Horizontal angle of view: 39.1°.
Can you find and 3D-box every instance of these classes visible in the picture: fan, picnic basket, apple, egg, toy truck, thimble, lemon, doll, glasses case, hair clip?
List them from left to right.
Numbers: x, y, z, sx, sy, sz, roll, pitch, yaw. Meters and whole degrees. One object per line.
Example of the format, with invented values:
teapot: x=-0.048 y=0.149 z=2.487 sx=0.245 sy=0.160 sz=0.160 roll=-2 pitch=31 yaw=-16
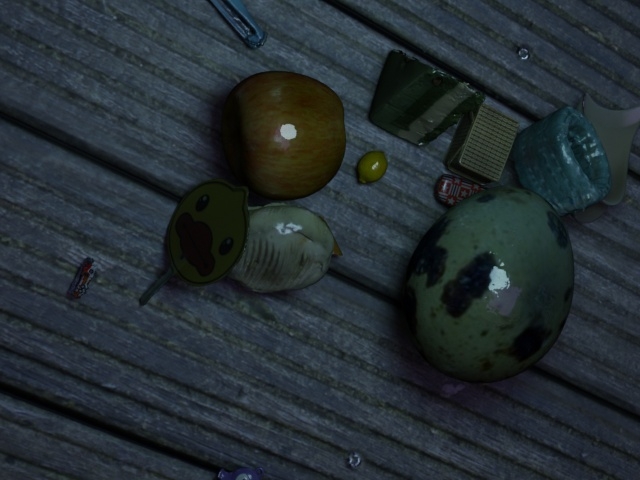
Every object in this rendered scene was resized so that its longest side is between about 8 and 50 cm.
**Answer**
toy truck: x=-0.469 y=0.074 z=1.789 sx=0.032 sy=0.024 sz=0.083 roll=27 pitch=86 yaw=13
fan: x=-0.251 y=0.011 z=1.784 sx=0.335 sy=0.230 sz=0.011 roll=-45 pitch=142 yaw=17
doll: x=-0.199 y=0.539 z=1.871 sx=0.206 sy=0.067 sz=0.110 roll=-39 pitch=94 yaw=-2
apple: x=-0.064 y=-0.209 z=1.787 sx=0.264 sy=0.264 sz=0.264 roll=-1 pitch=92 yaw=-17
lemon: x=0.111 y=-0.157 z=1.944 sx=0.062 sy=0.062 sz=0.083 roll=35 pitch=95 yaw=-15
glasses case: x=0.345 y=-0.091 z=2.025 sx=0.194 sy=0.049 sz=0.073 roll=18 pitch=89 yaw=-17
picnic basket: x=0.359 y=-0.216 z=2.009 sx=0.115 sy=0.079 sz=0.164 roll=23 pitch=85 yaw=-17
egg: x=0.356 y=0.088 z=1.880 sx=0.345 sy=0.345 sz=0.428 roll=31 pitch=84 yaw=-16
thimble: x=0.528 y=-0.163 z=1.968 sx=0.198 sy=0.143 sz=0.235 roll=10 pitch=63 yaw=-42
hair clip: x=0.649 y=-0.185 z=2.095 sx=0.172 sy=0.113 sz=0.282 roll=5 pitch=85 yaw=-18

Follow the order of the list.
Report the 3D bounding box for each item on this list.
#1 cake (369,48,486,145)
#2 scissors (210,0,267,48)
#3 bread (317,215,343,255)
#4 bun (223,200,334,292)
cake: x=0.216 y=-0.278 z=1.870 sx=0.158 sy=0.283 sz=0.172 roll=20 pitch=102 yaw=-17
scissors: x=-0.237 y=-0.557 z=1.835 sx=0.180 sy=0.032 sz=0.393 roll=-41 pitch=102 yaw=-12
bread: x=0.000 y=0.002 z=1.921 sx=0.062 sy=0.049 sz=0.103 roll=-30 pitch=98 yaw=-14
bun: x=-0.087 y=0.004 z=1.820 sx=0.239 sy=0.239 sz=0.141 roll=11 pitch=55 yaw=-17
